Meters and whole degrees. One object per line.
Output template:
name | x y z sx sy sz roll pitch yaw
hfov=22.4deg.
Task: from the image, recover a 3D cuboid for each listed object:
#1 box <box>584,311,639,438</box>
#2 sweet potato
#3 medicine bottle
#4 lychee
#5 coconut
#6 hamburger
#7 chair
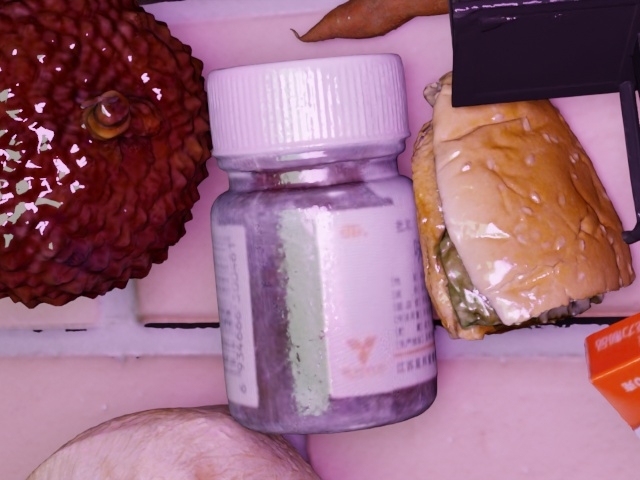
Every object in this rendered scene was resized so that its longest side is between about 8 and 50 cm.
box | 0.356 0.102 1.063 0.273 0.048 0.265 -29 124 24
sweet potato | 0.061 -0.187 1.241 0.195 0.056 0.056 -17 89 29
medicine bottle | 0.000 0.000 1.227 0.165 0.165 0.273 -2 95 24
lychee | -0.207 -0.078 1.246 0.300 0.264 0.264 -4 96 62
coconut | -0.117 0.274 1.262 0.297 0.254 0.297 3 98 21
hamburger | 0.137 -0.037 1.176 0.135 0.155 0.208 -14 83 20
chair | 0.157 -0.137 1.080 0.141 0.154 0.260 -5 69 3
